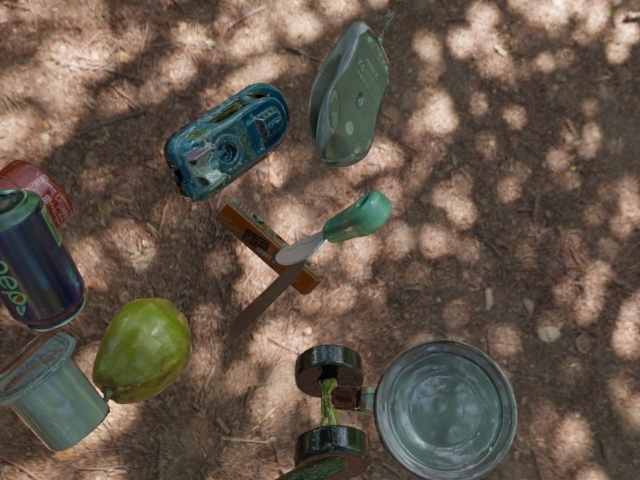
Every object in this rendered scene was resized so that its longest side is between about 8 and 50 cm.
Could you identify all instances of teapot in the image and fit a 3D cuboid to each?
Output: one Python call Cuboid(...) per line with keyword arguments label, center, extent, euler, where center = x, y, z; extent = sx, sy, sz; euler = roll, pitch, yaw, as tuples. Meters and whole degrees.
Cuboid(label="teapot", center=(0.174, 0.317, 1.104), extent=(0.315, 0.312, 0.233), euler=(7, 72, 7))

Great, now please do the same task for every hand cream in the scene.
Cuboid(label="hand cream", center=(-0.698, -0.085, 1.395), extent=(0.193, 0.193, 0.125), euler=(35, 58, 3))

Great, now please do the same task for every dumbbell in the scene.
Cuboid(label="dumbbell", center=(0.029, 0.468, 1.619), extent=(0.203, 0.204, 0.322), euler=(7, 46, -9))

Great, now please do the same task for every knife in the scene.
Cuboid(label="knife", center=(0.000, 0.001, 0.754), extent=(0.034, 0.260, 0.063), euler=(40, 55, -16))

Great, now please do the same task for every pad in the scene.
Cuboid(label="pad", center=(-0.118, 0.129, 1.348), extent=(0.004, 0.181, 0.267), euler=(40, 63, 9))

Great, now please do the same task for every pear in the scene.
Cuboid(label="pear", center=(-0.557, 0.355, 1.824), extent=(0.287, 0.287, 0.375), euler=(31, 50, 1))

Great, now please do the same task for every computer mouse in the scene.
Cuboid(label="computer mouse", center=(0.061, -0.305, 1.133), extent=(0.090, 0.167, 0.379), euler=(6, 61, 36))

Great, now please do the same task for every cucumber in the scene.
Cuboid(label="cucumber", center=(-0.020, 0.522, 1.307), extent=(0.214, 0.052, 0.058), euler=(-6, 30, -42))

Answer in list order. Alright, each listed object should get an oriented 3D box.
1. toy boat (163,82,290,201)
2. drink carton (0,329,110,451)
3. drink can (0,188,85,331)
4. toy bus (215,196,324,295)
Cuboid(label="toy boat", center=(-0.129, -0.178, 1.025), extent=(0.299, 0.092, 0.134), euler=(-46, 128, -40))
Cuboid(label="drink carton", center=(-0.555, 0.321, 1.212), extent=(0.185, 0.191, 0.190), euler=(-41, 120, -37))
Cuboid(label="drink can", center=(-0.431, 0.031, 0.867), extent=(0.118, 0.205, 0.118), euler=(-8, 35, 5))
Cuboid(label="toy bus", center=(-0.166, 0.023, 1.945), extent=(0.409, 0.092, 0.093), euler=(41, 107, -3))
